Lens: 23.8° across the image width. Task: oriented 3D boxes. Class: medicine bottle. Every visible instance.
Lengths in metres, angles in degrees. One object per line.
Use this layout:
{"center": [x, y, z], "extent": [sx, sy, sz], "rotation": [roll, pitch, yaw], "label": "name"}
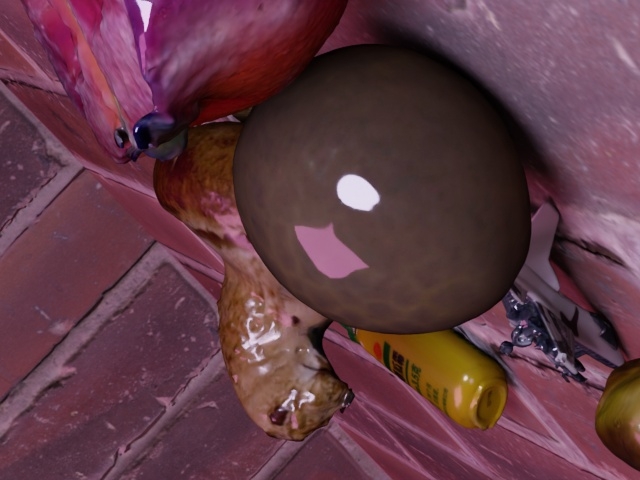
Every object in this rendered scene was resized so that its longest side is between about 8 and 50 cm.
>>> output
{"center": [0.077, 0.095, 1.668], "extent": [0.309, 0.076, 0.111], "rotation": [37, 161, 34], "label": "medicine bottle"}

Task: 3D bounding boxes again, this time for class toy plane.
{"center": [0.169, 0.054, 1.145], "extent": [0.234, 0.082, 0.160], "rotation": [56, -170, -47], "label": "toy plane"}

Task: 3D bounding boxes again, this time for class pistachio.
{"center": [0.254, 0.127, 1.050], "extent": [0.110, 0.100, 0.189], "rotation": [47, 168, -1], "label": "pistachio"}

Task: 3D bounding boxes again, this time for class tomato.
{"center": [-0.090, -0.202, 0.852], "extent": [0.289, 0.176, 0.335], "rotation": [65, 168, -2], "label": "tomato"}

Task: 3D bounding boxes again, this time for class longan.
{"center": [0.038, -0.035, 0.991], "extent": [0.198, 0.198, 0.212], "rotation": [49, 174, -31], "label": "longan"}

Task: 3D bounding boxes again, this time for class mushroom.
{"center": [-0.034, 0.000, 1.301], "extent": [0.267, 0.254, 0.267], "rotation": [14, 138, 13], "label": "mushroom"}

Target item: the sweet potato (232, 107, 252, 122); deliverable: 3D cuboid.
{"center": [-0.067, -0.147, 1.250], "extent": [0.068, 0.068, 0.226], "rotation": [40, 167, 18], "label": "sweet potato"}
